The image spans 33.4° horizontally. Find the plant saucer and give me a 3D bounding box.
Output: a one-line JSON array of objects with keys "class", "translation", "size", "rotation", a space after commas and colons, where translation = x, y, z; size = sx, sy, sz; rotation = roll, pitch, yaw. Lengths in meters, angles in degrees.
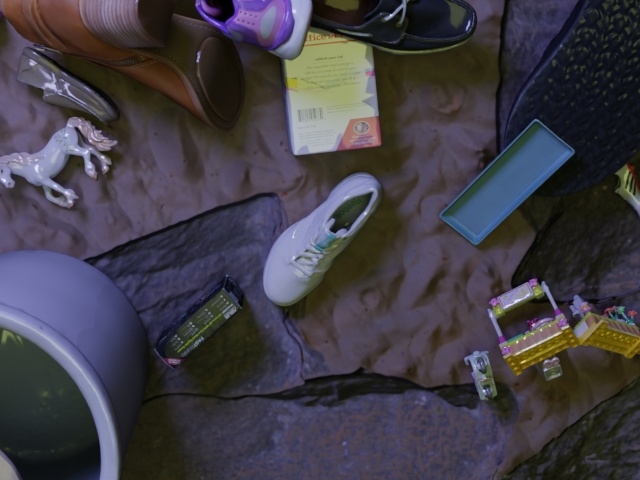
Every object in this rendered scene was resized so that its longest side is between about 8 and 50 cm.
[{"class": "plant saucer", "translation": [0.237, -0.075, 1.368], "size": [0.067, 0.018, 0.192], "rotation": [38, 125, -8]}]

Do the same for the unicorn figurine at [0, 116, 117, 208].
[{"class": "unicorn figurine", "translation": [-0.346, -0.094, 1.364], "size": [0.111, 0.060, 0.162], "rotation": [44, 79, -8]}]

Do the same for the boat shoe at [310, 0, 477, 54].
[{"class": "boat shoe", "translation": [0.078, -0.273, 1.275], "size": [0.233, 0.079, 0.084], "rotation": [8, 92, -7]}]

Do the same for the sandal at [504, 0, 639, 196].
[{"class": "sandal", "translation": [0.366, -0.253, 1.315], "size": [0.167, 0.107, 0.446], "rotation": [22, 115, 0]}]

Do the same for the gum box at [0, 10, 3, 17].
[{"class": "gum box", "translation": [-0.494, -0.306, 1.314], "size": [0.107, 0.062, 0.188], "rotation": [-43, 98, 4]}]

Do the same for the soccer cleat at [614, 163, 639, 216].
[{"class": "soccer cleat", "translation": [0.411, -0.063, 1.415], "size": [0.035, 0.029, 0.083], "rotation": [-20, 96, 9]}]

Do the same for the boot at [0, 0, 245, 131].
[{"class": "boot", "translation": [-0.236, -0.226, 1.305], "size": [0.220, 0.283, 0.109], "rotation": [8, 77, 29]}]

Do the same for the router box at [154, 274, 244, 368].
[{"class": "router box", "translation": [-0.156, 0.105, 1.381], "size": [0.122, 0.092, 0.038], "rotation": [-41, 99, 5]}]

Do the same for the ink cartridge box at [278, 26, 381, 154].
[{"class": "ink cartridge box", "translation": [0.008, -0.214, 1.349], "size": [0.115, 0.067, 0.198], "rotation": [-6, 100, -6]}]

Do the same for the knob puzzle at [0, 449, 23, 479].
[{"class": "knob puzzle", "translation": [-0.369, 0.259, 1.039], "size": [0.213, 0.030, 0.213], "rotation": [0, 99, -2]}]

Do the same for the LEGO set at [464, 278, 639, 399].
[{"class": "LEGO set", "translation": [0.329, 0.115, 1.422], "size": [0.286, 0.107, 0.132], "rotation": [-12, 134, -5]}]

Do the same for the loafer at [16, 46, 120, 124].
[{"class": "loafer", "translation": [-0.321, -0.187, 1.349], "size": [0.148, 0.056, 0.050], "rotation": [35, 97, 3]}]

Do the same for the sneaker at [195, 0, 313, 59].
[{"class": "sneaker", "translation": [-0.103, -0.288, 1.251], "size": [0.104, 0.236, 0.095], "rotation": [2, 115, -31]}]

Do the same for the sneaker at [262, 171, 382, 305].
[{"class": "sneaker", "translation": [0.000, 0.000, 1.371], "size": [0.080, 0.094, 0.212], "rotation": [38, 96, -9]}]

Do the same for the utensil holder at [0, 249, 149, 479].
[{"class": "utensil holder", "translation": [-0.372, 0.191, 1.238], "size": [0.327, 0.385, 0.328], "rotation": [-1, 99, -3]}]
